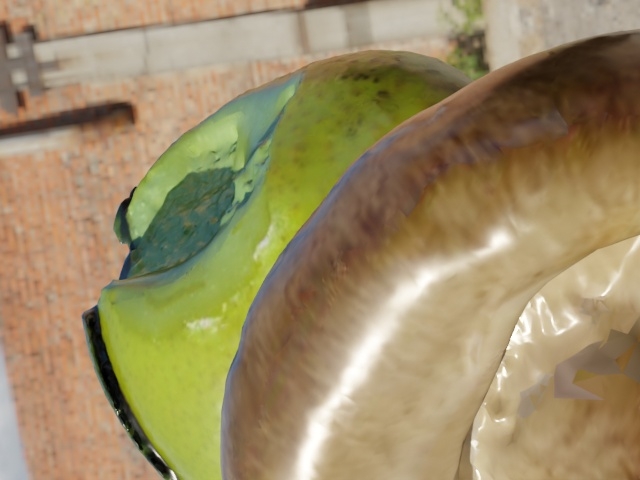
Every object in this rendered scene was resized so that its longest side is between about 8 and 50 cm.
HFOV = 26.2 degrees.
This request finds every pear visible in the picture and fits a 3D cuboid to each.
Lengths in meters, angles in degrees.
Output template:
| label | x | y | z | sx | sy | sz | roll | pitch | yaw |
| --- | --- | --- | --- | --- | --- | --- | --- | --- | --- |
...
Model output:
| label | x | y | z | sx | sy | sz | roll | pitch | yaw |
| --- | --- | --- | --- | --- | --- | --- | --- | --- | --- |
| pear | 0.000 | 0.000 | 0.810 | 0.159 | 0.292 | 0.292 | 35 | -153 | -26 |

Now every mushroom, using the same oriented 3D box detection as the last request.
| label | x | y | z | sx | sy | sz | roll | pitch | yaw |
| --- | --- | --- | --- | --- | --- | --- | --- | --- | --- |
| mushroom | 0.110 | 0.057 | 0.451 | 0.146 | 0.278 | 0.278 | -102 | 2 | -61 |
